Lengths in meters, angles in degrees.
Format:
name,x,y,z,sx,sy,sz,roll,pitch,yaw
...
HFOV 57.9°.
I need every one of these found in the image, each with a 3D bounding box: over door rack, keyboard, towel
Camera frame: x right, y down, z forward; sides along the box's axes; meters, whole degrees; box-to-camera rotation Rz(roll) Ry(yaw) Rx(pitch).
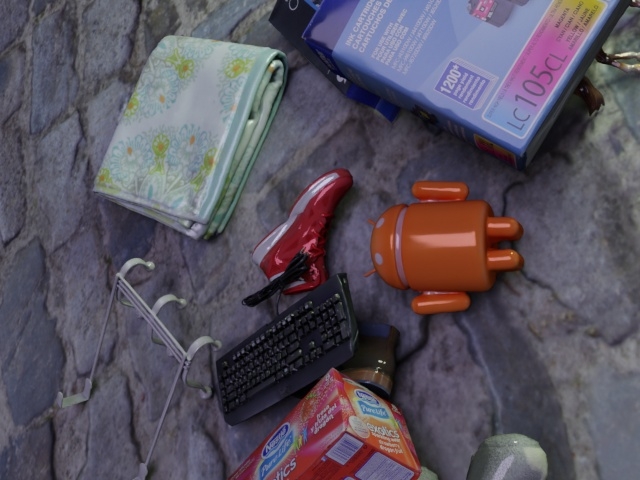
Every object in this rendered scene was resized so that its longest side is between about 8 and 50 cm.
name,x,y,z,sx,sy,sz,roll,pitch,yaw
over door rack,-0.307,0.227,0.996,0.239,0.108,0.324,40,108,32
keyboard,-0.068,0.135,0.867,0.317,0.033,0.202,-38,48,36
towel,-0.257,-0.212,1.106,0.320,0.090,0.375,20,84,29

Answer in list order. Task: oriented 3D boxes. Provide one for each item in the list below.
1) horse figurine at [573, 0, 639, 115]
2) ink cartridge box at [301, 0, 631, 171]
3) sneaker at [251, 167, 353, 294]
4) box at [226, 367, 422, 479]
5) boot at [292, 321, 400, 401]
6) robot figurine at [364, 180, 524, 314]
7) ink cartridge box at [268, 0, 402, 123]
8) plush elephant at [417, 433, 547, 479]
name,x,y,z,sx,sy,sz,roll,pitch,yaw
horse figurine,0.392,-0.316,0.826,0.174,0.066,0.263,21,82,24
ink cartridge box,0.166,-0.306,0.778,0.395,0.151,0.270,33,97,19
sneaker,0.000,0.000,0.927,0.221,0.087,0.128,-48,68,20
box,-0.009,0.312,0.752,0.257,0.128,0.123,-50,20,16
boot,0.023,0.182,0.868,0.219,0.082,0.106,-7,44,36
robot figurine,0.164,0.010,0.802,0.219,0.158,0.128,-1,32,26
ink cartridge box,0.046,-0.361,0.981,0.333,0.065,0.165,49,124,29
plush elephant,0.212,0.407,0.603,0.272,0.255,0.330,-55,10,46
